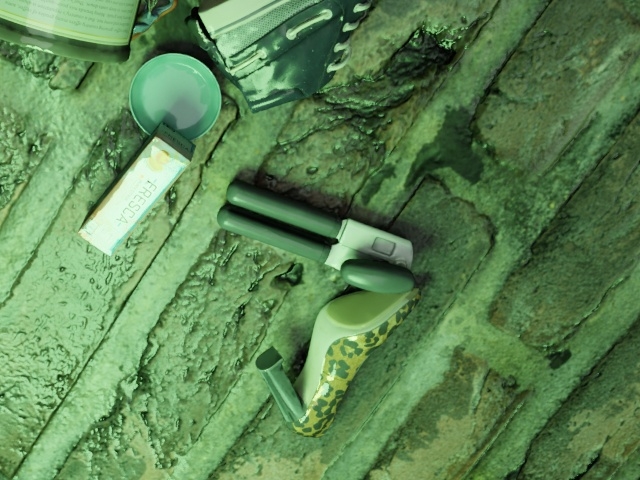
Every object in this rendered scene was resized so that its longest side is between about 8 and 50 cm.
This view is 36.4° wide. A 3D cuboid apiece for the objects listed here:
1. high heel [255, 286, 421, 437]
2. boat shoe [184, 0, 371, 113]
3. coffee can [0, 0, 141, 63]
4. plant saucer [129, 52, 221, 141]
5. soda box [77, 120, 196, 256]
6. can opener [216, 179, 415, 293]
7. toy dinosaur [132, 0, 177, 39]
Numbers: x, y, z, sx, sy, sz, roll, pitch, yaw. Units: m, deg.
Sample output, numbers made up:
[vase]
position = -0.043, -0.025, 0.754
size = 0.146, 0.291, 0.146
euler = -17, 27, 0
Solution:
[high heel]
position = 0.048, 0.178, 1.421
size = 0.261, 0.093, 0.186
euler = -28, 128, -5
[boat shoe]
position = 0.014, -0.290, 1.225
size = 0.340, 0.127, 0.158
euler = -23, 117, 11
[coffee can]
position = -0.284, -0.365, 1.111
size = 0.201, 0.201, 0.275
euler = 15, 107, -11
[plant saucer]
position = -0.190, -0.188, 1.281
size = 0.119, 0.021, 0.119
euler = -2, 110, -6
[soda box]
position = -0.242, -0.067, 1.284
size = 0.058, 0.063, 0.183
euler = 37, 111, -17
[can opener]
position = 0.000, 0.000, 1.329
size = 0.283, 0.095, 0.076
euler = 19, 106, -13
[toy dinosaur]
position = -0.221, -0.288, 1.244
size = 0.082, 0.047, 0.090
euler = -15, 148, -13
